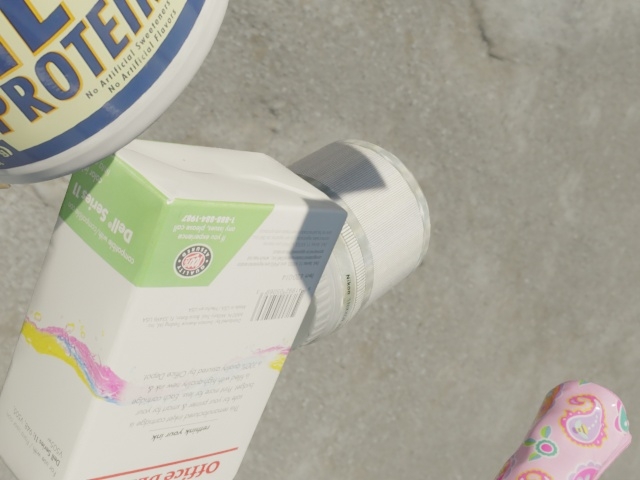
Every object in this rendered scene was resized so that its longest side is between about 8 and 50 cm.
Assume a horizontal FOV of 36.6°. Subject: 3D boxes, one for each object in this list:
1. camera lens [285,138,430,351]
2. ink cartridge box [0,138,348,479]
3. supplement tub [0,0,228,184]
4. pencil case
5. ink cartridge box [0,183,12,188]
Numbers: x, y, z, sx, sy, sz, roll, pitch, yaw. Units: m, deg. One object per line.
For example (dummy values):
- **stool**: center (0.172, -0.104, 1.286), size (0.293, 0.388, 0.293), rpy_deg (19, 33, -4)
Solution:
- **camera lens**: center (0.000, 0.000, 1.297), size (0.274, 0.219, 0.219), rpy_deg (-33, 142, -45)
- **ink cartridge box**: center (-0.140, 0.101, 0.809), size (0.207, 0.119, 0.354), rpy_deg (2, 117, -50)
- **supplement tub**: center (-0.211, -0.193, 0.465), size (0.235, 0.235, 0.325), rpy_deg (-56, 148, -6)
- **pencil case**: center (0.263, 0.291, 1.139), size (0.284, 0.124, 0.124), rpy_deg (-43, 148, -38)
- **ink cartridge box**: center (-0.467, -0.161, 1.082), size (0.235, 0.193, 0.088), rpy_deg (74, 17, -47)
